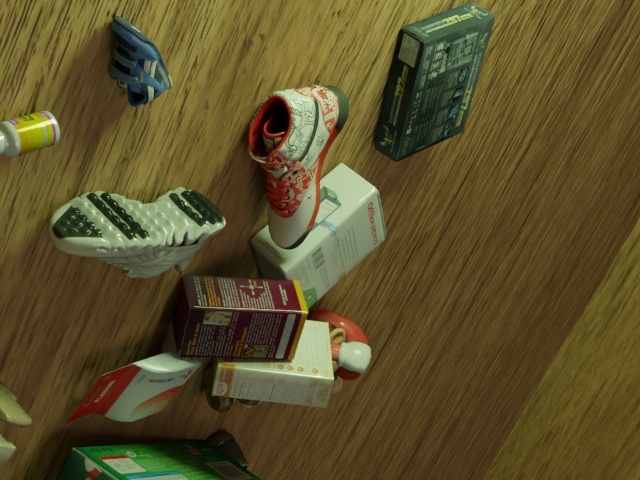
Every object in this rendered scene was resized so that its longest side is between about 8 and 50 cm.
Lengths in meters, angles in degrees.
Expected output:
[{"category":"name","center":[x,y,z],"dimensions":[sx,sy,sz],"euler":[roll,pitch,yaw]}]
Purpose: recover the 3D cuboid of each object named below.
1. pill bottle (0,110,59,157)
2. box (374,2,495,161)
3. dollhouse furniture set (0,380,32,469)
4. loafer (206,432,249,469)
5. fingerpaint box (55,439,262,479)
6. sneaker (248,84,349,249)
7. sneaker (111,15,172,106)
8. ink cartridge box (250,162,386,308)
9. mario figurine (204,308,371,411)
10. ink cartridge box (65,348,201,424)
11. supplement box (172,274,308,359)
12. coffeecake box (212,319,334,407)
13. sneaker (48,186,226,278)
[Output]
[{"category":"pill bottle","center":[-0.350,-0.123,1.476],"dimensions":[0.083,0.043,0.043],"euler":[-23,141,-42]},{"category":"box","center":[0.187,-0.260,2.078],"dimensions":[0.183,0.059,0.233],"euler":[-26,141,-39]},{"category":"dollhouse furniture set","center":[-0.530,0.311,1.550],"dimensions":[0.303,0.198,0.286],"euler":[-53,151,3]},{"category":"loafer","center":[-0.208,0.472,2.308],"dimensions":[0.094,0.087,0.251],"euler":[-5,127,-53]},{"category":"fingerpaint box","center":[-0.319,0.524,2.054],"dimensions":[0.371,0.163,0.445],"euler":[-62,158,5]},{"category":"sneaker","center":[-0.060,-0.105,1.872],"dimensions":[0.145,0.090,0.270],"euler":[-10,127,-50]},{"category":"sneaker","center":[-0.227,-0.215,1.541],"dimensions":[0.059,0.053,0.144],"euler":[-42,149,-12]},{"category":"ink cartridge box","center":[0.000,0.000,2.070],"dimensions":[0.212,0.093,0.154],"euler":[-40,150,-17]},{"category":"mario figurine","center":[-0.034,0.237,2.196],"dimensions":[0.320,0.198,0.170],"euler":[-16,123,-41]},{"category":"ink cartridge box","center":[-0.285,0.234,1.932],"dimensions":[0.179,0.045,0.145],"euler":[-19,157,-48]},{"category":"supplement box","center":[-0.125,0.119,1.949],"dimensions":[0.188,0.081,0.104],"euler":[4,127,-18]},{"category":"coffeecake box","center":[-0.079,0.189,2.029],"dimensions":[0.185,0.142,0.068],"euler":[8,125,-9]},{"category":"sneaker","center":[-0.253,0.003,1.707],"dimensions":[0.292,0.110,0.118],"euler":[-3,134,-53]}]
